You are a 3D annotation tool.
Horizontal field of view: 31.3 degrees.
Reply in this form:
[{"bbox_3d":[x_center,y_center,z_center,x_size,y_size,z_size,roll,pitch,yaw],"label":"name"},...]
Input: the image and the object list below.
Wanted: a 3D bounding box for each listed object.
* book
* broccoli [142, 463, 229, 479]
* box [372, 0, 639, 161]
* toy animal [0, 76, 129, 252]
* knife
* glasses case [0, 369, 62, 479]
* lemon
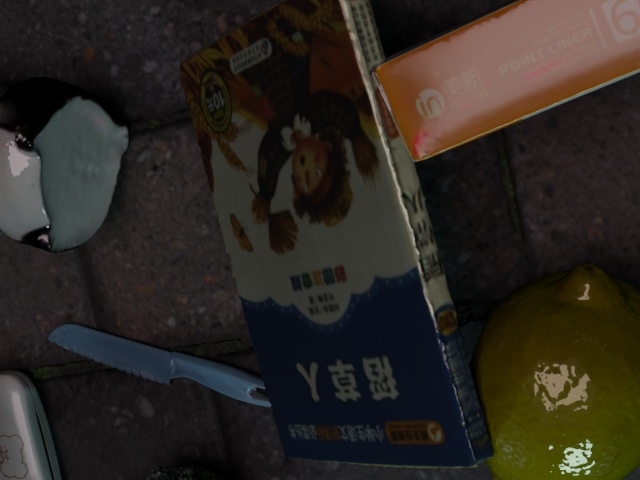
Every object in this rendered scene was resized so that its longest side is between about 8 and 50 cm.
[{"bbox_3d":[0.000,0.000,1.060,0.300,0.039,0.428,-14,91,55],"label":"book"},{"bbox_3d":[-0.137,0.337,1.208,0.122,0.118,0.204,-18,74,19],"label":"broccoli"},{"bbox_3d":[0.201,-0.166,0.929,0.273,0.221,0.091,-20,96,27],"label":"box"},{"bbox_3d":[-0.342,-0.087,1.200,0.235,0.165,0.187,8,120,19],"label":"toy animal"},{"bbox_3d":[-0.172,0.137,1.256,0.312,0.019,0.045,14,108,22],"label":"knife"},{"bbox_3d":[-0.349,0.247,1.329,0.074,0.049,0.194,-10,97,24],"label":"glasses case"},{"bbox_3d":[0.217,0.132,1.000,0.184,0.184,0.249,24,121,17],"label":"lemon"}]
